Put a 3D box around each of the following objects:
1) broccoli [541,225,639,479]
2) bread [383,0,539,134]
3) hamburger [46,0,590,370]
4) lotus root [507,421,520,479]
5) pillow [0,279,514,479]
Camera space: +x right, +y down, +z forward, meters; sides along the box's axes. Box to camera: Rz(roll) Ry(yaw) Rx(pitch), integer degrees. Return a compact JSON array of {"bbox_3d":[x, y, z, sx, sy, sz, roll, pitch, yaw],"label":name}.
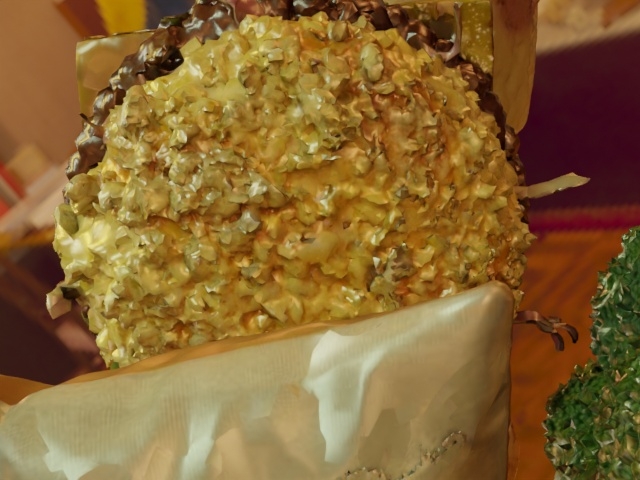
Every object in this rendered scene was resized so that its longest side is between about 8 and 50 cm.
[{"bbox_3d":[0.282,0.118,0.789,0.413,0.321,0.310,130,142,-66],"label":"broccoli"},{"bbox_3d":[0.072,-0.227,1.222,0.155,0.338,0.187,15,28,34],"label":"bread"},{"bbox_3d":[0.000,0.000,0.790,0.261,0.243,0.139,-11,22,-9],"label":"hamburger"},{"bbox_3d":[0.058,0.194,1.199,0.221,0.118,0.125,-60,38,9],"label":"lotus root"},{"bbox_3d":[-0.071,0.158,0.565,0.312,0.310,0.119,-4,26,9],"label":"pillow"}]
